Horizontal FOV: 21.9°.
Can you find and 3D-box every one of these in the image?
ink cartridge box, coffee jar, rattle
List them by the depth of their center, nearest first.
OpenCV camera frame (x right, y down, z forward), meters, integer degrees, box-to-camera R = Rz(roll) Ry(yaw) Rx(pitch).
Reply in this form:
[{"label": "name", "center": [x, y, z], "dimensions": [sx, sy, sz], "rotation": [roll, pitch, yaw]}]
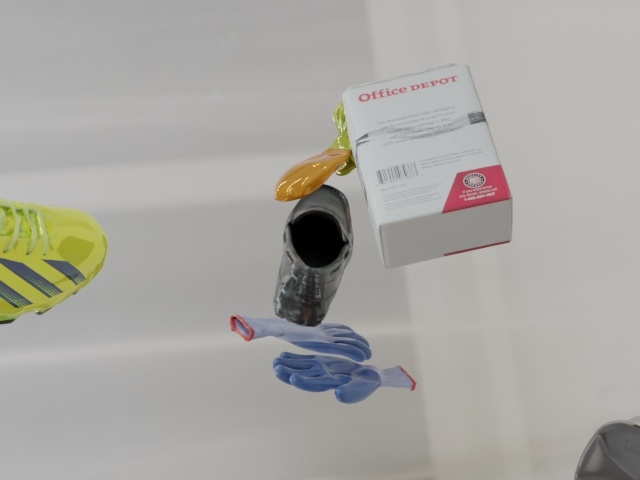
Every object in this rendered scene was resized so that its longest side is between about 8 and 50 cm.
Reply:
[{"label": "ink cartridge box", "center": [0.086, -0.062, 1.347], "dimensions": [0.063, 0.109, 0.150], "rotation": [79, 178, -52]}, {"label": "coffee jar", "center": [0.268, 0.190, 1.351], "dimensions": [0.079, 0.096, 0.184], "rotation": [-65, -20, 4]}, {"label": "rattle", "center": [0.058, -0.042, 1.683], "dimensions": [0.143, 0.130, 0.200], "rotation": [-64, -31, -22]}]

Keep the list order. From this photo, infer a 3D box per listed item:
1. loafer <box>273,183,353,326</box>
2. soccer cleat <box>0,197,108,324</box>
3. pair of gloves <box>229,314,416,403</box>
[{"label": "loafer", "center": [0.000, 0.000, 1.666], "dimensions": [0.223, 0.076, 0.078], "rotation": [-76, 4, -58]}, {"label": "soccer cleat", "center": [-0.271, -0.005, 1.234], "dimensions": [0.093, 0.289, 0.121], "rotation": [54, 128, 33]}, {"label": "pair of gloves", "center": [0.003, 0.119, 1.683], "dimensions": [0.198, 0.159, 0.023], "rotation": [42, 121, 56]}]
